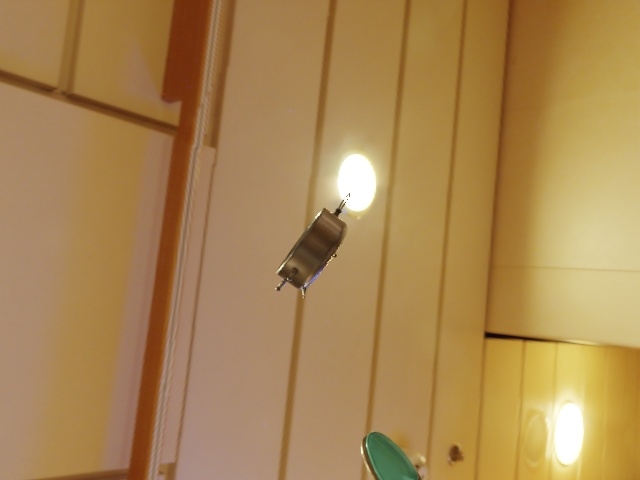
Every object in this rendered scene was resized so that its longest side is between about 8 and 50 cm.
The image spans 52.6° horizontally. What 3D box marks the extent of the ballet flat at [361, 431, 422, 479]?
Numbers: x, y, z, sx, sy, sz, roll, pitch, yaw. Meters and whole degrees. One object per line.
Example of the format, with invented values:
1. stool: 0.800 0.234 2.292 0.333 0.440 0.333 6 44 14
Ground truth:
1. ballet flat: 0.113 0.347 0.857 0.073 0.206 0.067 -4 -57 -32

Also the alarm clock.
1. alarm clock: 0.000 0.000 1.024 0.064 0.129 0.192 33 -107 -4
